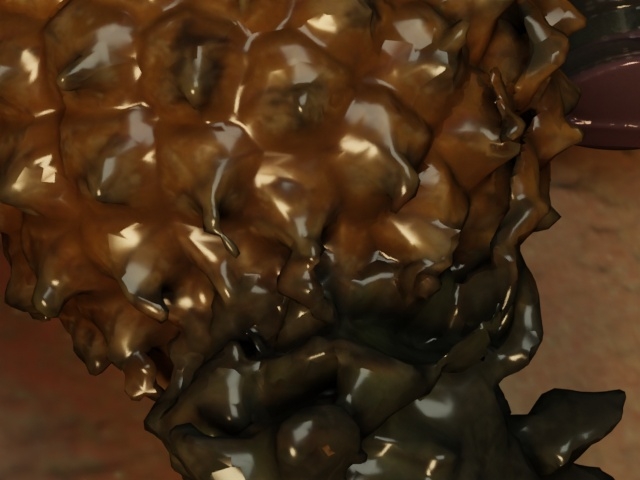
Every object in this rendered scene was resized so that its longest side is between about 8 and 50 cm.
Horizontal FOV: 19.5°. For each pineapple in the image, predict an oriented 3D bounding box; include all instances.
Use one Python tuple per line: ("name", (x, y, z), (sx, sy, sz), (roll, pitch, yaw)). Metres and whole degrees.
("pineapple", (-0.001, 0.001, 0.571), (0.223, 0.223, 0.357), (-9, 69, -26))

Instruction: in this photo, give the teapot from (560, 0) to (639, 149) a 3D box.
("teapot", (0.106, -0.108, 0.733), (0.148, 0.116, 0.146), (6, 66, -23))
